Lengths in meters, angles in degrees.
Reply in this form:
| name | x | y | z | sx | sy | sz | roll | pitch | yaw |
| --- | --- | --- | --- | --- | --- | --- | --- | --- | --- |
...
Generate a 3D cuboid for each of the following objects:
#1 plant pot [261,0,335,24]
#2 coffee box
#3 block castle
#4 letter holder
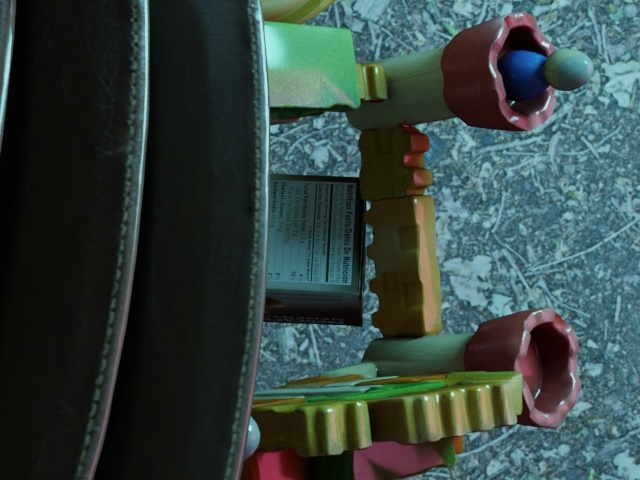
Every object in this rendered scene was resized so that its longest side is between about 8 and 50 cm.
| name | x | y | z | sx | sy | sz | roll | pitch | yaw |
| --- | --- | --- | --- | --- | --- | --- | --- | --- | --- |
| plant pot | -0.096 | -0.253 | 1.065 | 0.239 | 0.254 | 0.254 | -50 | 145 | -59 |
| coffee box | -0.086 | 0.007 | 1.187 | 0.141 | 0.246 | 0.098 | 83 | 10 | -77 |
| block castle | 0.000 | 0.000 | 0.908 | 0.453 | 0.213 | 0.303 | -3 | 88 | -50 |
| letter holder | -0.131 | -0.010 | 0.542 | 0.152 | 0.214 | 0.302 | 86 | 7 | -69 |
